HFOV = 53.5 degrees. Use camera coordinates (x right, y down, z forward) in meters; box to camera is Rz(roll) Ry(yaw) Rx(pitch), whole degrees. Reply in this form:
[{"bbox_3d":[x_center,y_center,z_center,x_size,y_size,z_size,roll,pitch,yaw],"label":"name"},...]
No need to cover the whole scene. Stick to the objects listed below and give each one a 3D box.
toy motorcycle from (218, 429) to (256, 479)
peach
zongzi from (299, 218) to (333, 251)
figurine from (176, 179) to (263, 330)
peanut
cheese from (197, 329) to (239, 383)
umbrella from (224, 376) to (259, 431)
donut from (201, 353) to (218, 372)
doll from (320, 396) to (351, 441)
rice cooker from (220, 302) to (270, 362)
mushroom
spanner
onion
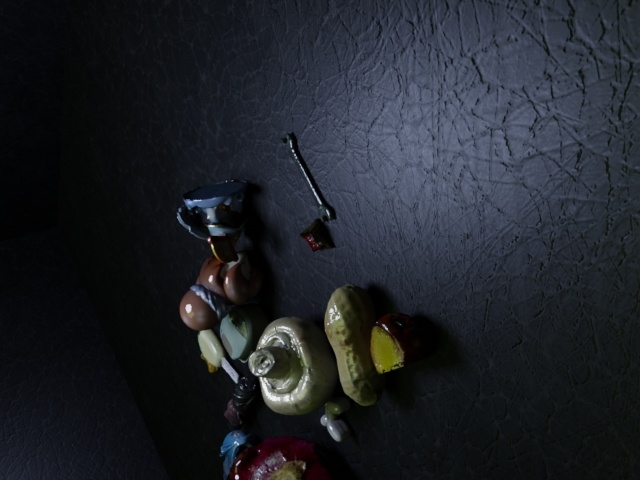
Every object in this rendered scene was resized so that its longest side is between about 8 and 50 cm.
[{"bbox_3d":[-0.268,0.827,2.272,0.232,0.172,0.416,57,154,32],"label":"toy motorcycle"},{"bbox_3d":[0.171,0.228,1.367,0.127,0.092,0.172,54,155,34],"label":"peach"},{"bbox_3d":[0.000,0.000,1.557,0.073,0.067,0.083,11,134,41],"label":"zongzi"},{"bbox_3d":[-0.298,0.043,1.839,0.247,0.277,0.389,-6,110,12],"label":"figurine"},{"bbox_3d":[0.083,0.245,1.474,0.130,0.130,0.291,-6,99,57],"label":"peanut"},{"bbox_3d":[-0.364,0.426,2.294,0.255,0.050,0.127,42,137,38],"label":"cheese"},{"bbox_3d":[-0.276,0.570,2.200,0.094,0.090,0.326,36,137,12],"label":"umbrella"},{"bbox_3d":[-0.420,0.458,2.406,0.067,0.037,0.084,4,107,52],"label":"donut"},{"bbox_3d":[0.019,0.447,1.730,0.160,0.059,0.161,25,126,47],"label":"doll"},{"bbox_3d":[-0.231,0.281,1.960,0.145,0.127,0.206,53,147,28],"label":"rice cooker"},{"bbox_3d":[-0.088,0.324,1.643,0.260,0.234,0.254,15,92,46],"label":"mushroom"},{"bbox_3d":[-0.034,-0.152,1.549,0.255,0.015,0.054,63,146,14],"label":"spanner"},{"bbox_3d":[-0.089,0.792,1.838,0.398,0.398,0.420,41,166,38],"label":"onion"}]
